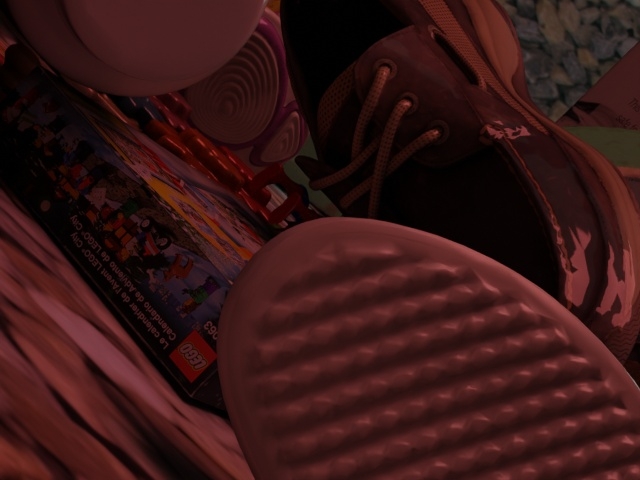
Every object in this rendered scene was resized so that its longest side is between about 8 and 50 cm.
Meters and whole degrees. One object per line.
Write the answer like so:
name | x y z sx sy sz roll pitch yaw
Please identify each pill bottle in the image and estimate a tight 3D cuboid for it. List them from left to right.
pill bottle | -0.090 -0.131 0.838 0.117 0.117 0.215 43 0 -23

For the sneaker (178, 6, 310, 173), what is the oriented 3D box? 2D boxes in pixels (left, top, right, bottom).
sneaker | -0.118 -0.169 1.346 0.305 0.114 0.152 42 7 -31

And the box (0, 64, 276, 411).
box | -0.044 0.021 0.860 0.159 0.044 0.233 48 6 25

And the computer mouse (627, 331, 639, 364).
computer mouse | 0.182 0.116 1.343 0.272 0.188 0.072 61 8 25

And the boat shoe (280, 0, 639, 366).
boat shoe | 0.049 -0.035 0.958 0.130 0.132 0.355 20 25 -26

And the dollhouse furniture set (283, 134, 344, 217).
dollhouse furniture set | 0.036 -0.127 1.771 0.151 0.197 0.301 50 6 30

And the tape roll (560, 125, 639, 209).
tape roll | 0.185 0.061 1.057 0.321 0.321 0.077 50 -37 37

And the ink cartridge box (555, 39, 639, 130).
ink cartridge box | 0.282 0.017 1.520 0.166 0.395 0.285 42 7 -37

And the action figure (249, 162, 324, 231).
action figure | 0.000 0.000 0.963 0.038 0.030 0.115 53 8 36

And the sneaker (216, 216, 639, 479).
sneaker | 0.081 0.129 0.721 0.366 0.135 0.150 46 -14 -19

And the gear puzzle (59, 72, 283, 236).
gear puzzle | -0.032 -0.009 1.178 0.339 0.044 0.175 47 5 11

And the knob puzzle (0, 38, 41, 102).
knob puzzle | -0.167 -0.100 0.908 0.213 0.030 0.213 45 5 -5

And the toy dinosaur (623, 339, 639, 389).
toy dinosaur | 0.195 0.112 1.199 0.296 0.127 0.200 23 20 19

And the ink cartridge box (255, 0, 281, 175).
ink cartridge box | -0.071 -0.146 1.467 0.175 0.127 0.072 45 4 -7
